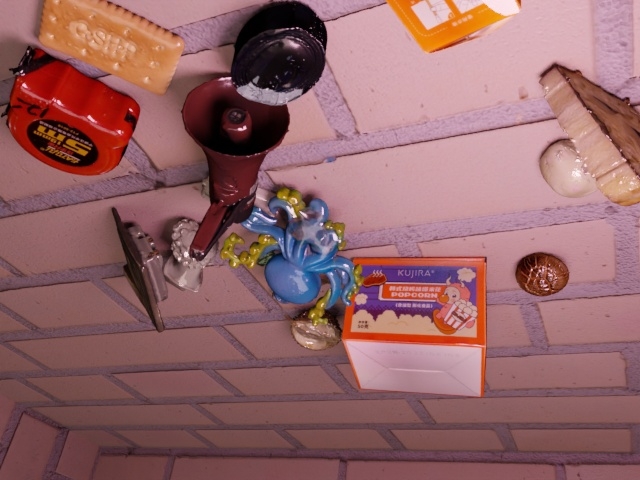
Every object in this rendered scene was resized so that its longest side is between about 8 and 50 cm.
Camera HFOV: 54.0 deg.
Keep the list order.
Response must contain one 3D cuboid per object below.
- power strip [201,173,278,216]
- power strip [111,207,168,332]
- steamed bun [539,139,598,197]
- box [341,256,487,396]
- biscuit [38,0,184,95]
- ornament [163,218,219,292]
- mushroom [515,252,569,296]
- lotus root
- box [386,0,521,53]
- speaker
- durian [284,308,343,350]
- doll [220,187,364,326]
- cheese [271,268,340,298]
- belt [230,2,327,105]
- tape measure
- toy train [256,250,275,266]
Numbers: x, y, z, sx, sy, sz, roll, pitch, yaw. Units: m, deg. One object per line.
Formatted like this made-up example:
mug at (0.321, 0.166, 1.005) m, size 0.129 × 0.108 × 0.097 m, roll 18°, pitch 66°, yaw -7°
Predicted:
power strip at (-0.189, -0.103, 1.478) m, size 0.192 × 0.035 × 0.081 m, roll 20°, pitch 144°, yaw -14°
power strip at (-0.453, 0.068, 1.627) m, size 0.092 × 0.257 × 0.251 m, roll -18°, pitch 138°, yaw -25°
steamed bun at (0.498, -0.133, 1.227) m, size 0.129 × 0.091 × 0.112 m, roll 12°, pitch 147°, yaw -5°
box at (0.260, 0.228, 1.657) m, size 0.348 × 0.257 × 0.319 m, roll 0°, pitch 143°, yaw 15°
biscuit at (-0.385, -0.364, 1.152) m, size 0.249 × 0.030 × 0.160 m, roll 22°, pitch 143°, yaw -18°
ornament at (-0.348, 0.057, 1.665) m, size 0.130 × 0.121 × 0.285 m, roll 23°, pitch 143°, yaw -5°
mushroom at (0.542, 0.086, 1.536) m, size 0.109 × 0.085 × 0.126 m, roll 25°, pitch 137°, yaw -20°
lotus root at (0.500, -0.183, 1.087) m, size 0.170 × 0.261 × 0.074 m, roll -10°, pitch 158°, yaw -33°
box at (0.114, -0.434, 0.769) m, size 0.143 × 0.225 × 0.341 m, roll -19°, pitch 136°, yaw 37°
speaker at (-0.168, -0.115, 1.247) m, size 0.198 × 0.259 × 0.330 m, roll -3°, pitch 144°, yaw -12°
durian at (-0.020, 0.253, 1.905) m, size 0.188 × 0.091 × 0.148 m, roll 21°, pitch 131°, yaw -11°
doll at (-0.054, 0.032, 1.506) m, size 0.345 × 0.099 × 0.341 m, roll 27°, pitch 125°, yaw -1°
cheese at (-0.057, 0.105, 1.712) m, size 0.163 × 0.082 × 0.286 m, roll 20°, pitch 146°, yaw -14°
belt at (-0.073, -0.320, 1.103) m, size 0.151 × 0.078 × 0.198 m, roll 29°, pitch 139°, yaw -33°
tape measure at (-0.513, -0.246, 1.283) m, size 0.253 × 0.114 × 0.260 m, roll 26°, pitch 145°, yaw -24°
toy train at (-0.152, 0.037, 1.672) m, size 0.053 × 0.033 × 0.083 m, roll 25°, pitch 143°, yaw -29°
